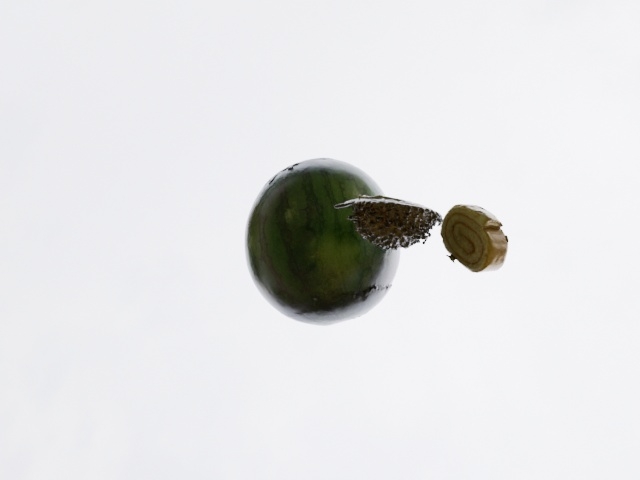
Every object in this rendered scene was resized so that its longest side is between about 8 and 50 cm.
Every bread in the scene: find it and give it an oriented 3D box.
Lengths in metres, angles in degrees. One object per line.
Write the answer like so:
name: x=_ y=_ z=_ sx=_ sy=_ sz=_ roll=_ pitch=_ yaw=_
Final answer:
bread: x=0.307 y=-0.008 z=1.206 sx=0.149 sy=0.073 sz=0.122 roll=46 pitch=-50 yaw=44

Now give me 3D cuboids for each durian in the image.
durian: x=0.112 y=-0.029 z=1.018 sx=0.148 sy=0.188 sz=0.091 roll=-106 pitch=-151 yaw=-80

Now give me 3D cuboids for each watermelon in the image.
watermelon: x=0.000 y=0.000 z=1.289 sx=0.363 sy=0.363 sz=0.363 roll=-9 pitch=-105 yaw=38
